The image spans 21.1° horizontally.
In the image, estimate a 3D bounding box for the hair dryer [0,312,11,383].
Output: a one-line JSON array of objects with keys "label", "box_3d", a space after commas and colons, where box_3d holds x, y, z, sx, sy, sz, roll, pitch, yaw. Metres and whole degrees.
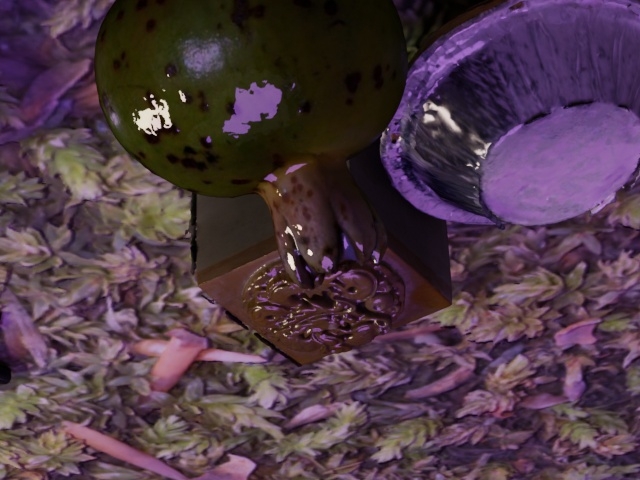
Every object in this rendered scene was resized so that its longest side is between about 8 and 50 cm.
[{"label": "hair dryer", "box_3d": [-0.289, 0.094, 1.488, 0.079, 0.031, 0.083, 17, 130, -41]}]

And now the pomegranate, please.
[{"label": "pomegranate", "box_3d": [-0.034, -0.089, 1.111, 0.202, 0.247, 0.202, -19, 172, -3]}]

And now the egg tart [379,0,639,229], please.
[{"label": "egg tart", "box_3d": [0.158, -0.081, 1.222, 0.234, 0.094, 0.234, -10, 141, -9]}]

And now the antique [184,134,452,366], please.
[{"label": "antique", "box_3d": [0.000, 0.000, 1.294, 0.152, 0.148, 0.147, -24, 139, 26]}]
